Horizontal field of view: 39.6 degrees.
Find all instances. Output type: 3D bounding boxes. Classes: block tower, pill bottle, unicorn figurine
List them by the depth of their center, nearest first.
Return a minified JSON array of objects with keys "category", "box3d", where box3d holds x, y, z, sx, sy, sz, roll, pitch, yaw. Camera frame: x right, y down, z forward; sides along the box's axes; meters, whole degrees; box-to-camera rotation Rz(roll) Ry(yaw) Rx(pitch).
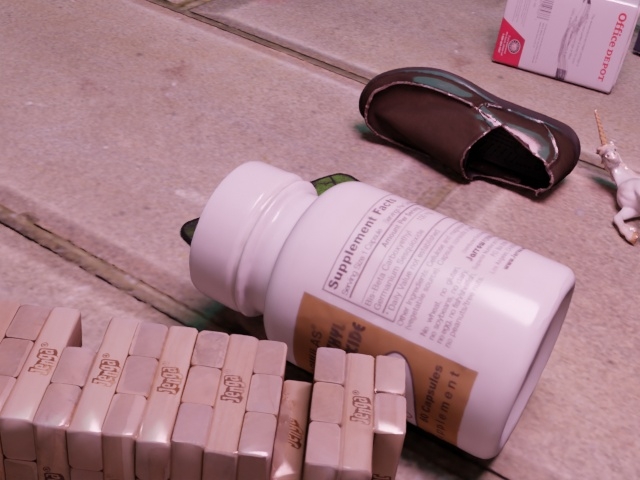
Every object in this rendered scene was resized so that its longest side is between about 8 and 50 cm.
[{"category":"block tower","box3d":[-0.125,0.101,0.491,0.336,0.097,0.091,7,34,0]},{"category":"pill bottle","box3d":[0.035,0.035,0.584,0.229,0.131,0.131,24,38,20]},{"category":"unicorn figurine","box3d":[0.312,-0.039,0.826,0.162,0.060,0.111,25,35,-4]}]

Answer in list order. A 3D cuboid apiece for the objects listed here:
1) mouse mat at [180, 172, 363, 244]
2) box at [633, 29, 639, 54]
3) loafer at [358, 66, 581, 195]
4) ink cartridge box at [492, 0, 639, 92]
[{"category":"mouse mat","box3d":[0.000,0.000,0.737,0.190,0.007,0.153,-22,46,-35]},{"category":"box","box3d":[0.623,-0.290,1.135,0.296,0.182,0.294,-21,44,-36]},{"category":"loafer","box3d":[0.138,-0.104,0.848,0.220,0.080,0.078,17,35,11]},{"category":"ink cartridge box","box3d":[0.298,-0.256,1.074,0.151,0.109,0.063,19,33,14]}]
